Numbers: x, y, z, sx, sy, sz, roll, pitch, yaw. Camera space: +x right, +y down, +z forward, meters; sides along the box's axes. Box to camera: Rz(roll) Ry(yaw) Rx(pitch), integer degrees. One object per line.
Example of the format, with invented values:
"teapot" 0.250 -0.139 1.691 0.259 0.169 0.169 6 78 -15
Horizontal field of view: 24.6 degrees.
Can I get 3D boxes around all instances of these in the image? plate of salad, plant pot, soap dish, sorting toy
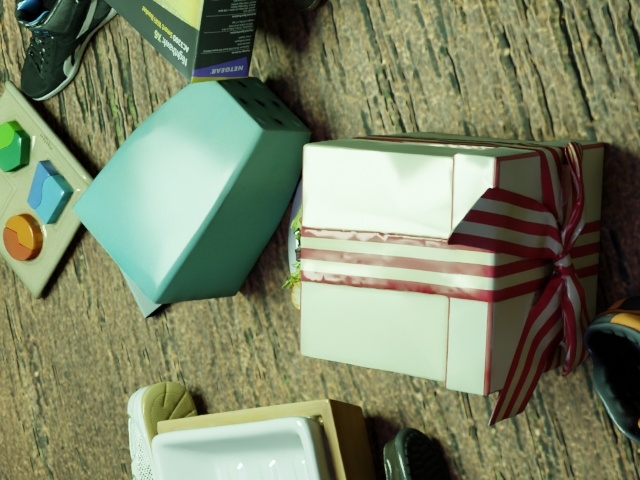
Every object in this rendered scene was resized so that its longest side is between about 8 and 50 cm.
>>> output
"plate of salad" 0.000 0.000 1.643 0.200 0.048 0.200 -6 83 63
"plant pot" -0.131 -0.070 1.704 0.166 0.165 0.234 48 115 22
"soap dish" -0.055 0.304 1.710 0.290 0.118 0.229 -13 88 42
"sorting toy" -0.432 -0.098 1.981 0.307 0.041 0.229 48 127 22

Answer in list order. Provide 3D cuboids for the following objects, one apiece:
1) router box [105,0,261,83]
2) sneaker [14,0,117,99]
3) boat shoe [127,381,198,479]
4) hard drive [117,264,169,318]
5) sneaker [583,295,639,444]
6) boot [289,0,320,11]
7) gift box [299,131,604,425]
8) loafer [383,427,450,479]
"router box" -0.170 -0.355 1.659 0.309 0.081 0.243 44 134 42
"sneaker" -0.353 -0.263 1.862 0.217 0.121 0.079 -47 68 31
"boat shoe" -0.185 0.316 1.843 0.096 0.098 0.277 -16 83 57
"hard drive" -0.218 0.018 1.863 0.094 0.022 0.135 -38 74 34
"sneaker" 0.372 0.165 1.342 0.321 0.180 0.125 32 114 29
"boot" -0.047 -0.364 1.628 0.082 0.106 0.219 0 96 37
"gift box" 0.134 0.024 1.450 0.258 0.276 0.255 7 106 35
"loafer" 0.100 0.318 1.630 0.078 0.080 0.220 -11 90 37
